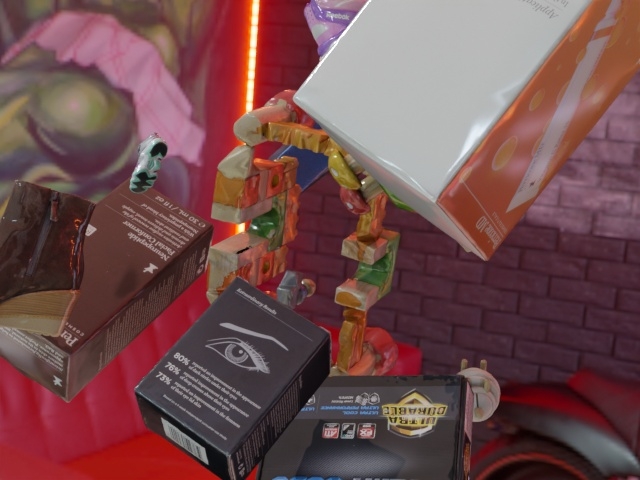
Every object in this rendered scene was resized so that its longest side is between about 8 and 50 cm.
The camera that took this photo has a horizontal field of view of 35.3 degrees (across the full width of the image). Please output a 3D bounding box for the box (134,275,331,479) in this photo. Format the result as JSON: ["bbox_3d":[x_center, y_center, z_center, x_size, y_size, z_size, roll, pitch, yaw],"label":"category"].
[{"bbox_3d":[-0.103,0.174,1.252,0.153,0.108,0.207,31,60,21],"label":"box"}]

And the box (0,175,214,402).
[{"bbox_3d":[-0.370,0.069,1.697,0.191,0.143,0.381,31,48,13],"label":"box"}]

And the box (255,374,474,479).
[{"bbox_3d":[0.056,0.332,1.392,0.295,0.293,0.073,-2,-34,20],"label":"box"}]

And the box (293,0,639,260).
[{"bbox_3d":[0.172,-0.184,0.909,0.168,0.345,0.215,39,2,25],"label":"box"}]

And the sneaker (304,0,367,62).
[{"bbox_3d":[0.073,-0.307,1.292,0.236,0.104,0.095,-32,-3,-28],"label":"sneaker"}]

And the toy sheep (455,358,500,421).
[{"bbox_3d":[0.252,0.249,1.642,0.091,0.091,0.132,5,23,6],"label":"toy sheep"}]

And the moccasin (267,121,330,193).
[{"bbox_3d":[-0.022,-0.190,2.042,0.342,0.137,0.117,-35,9,-34],"label":"moccasin"}]

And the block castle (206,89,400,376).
[{"bbox_3d":[0.000,0.000,1.665,0.303,0.453,0.213,16,22,22],"label":"block castle"}]

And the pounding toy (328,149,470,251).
[{"bbox_3d":[0.070,-0.074,1.213,0.110,0.183,0.237,-34,31,6],"label":"pounding toy"}]

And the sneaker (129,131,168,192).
[{"bbox_3d":[-0.278,-0.127,1.605,0.038,0.098,0.069,26,14,-32],"label":"sneaker"}]

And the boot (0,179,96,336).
[{"bbox_3d":[-0.449,0.016,1.402,0.248,0.207,0.090,13,-3,-28],"label":"boot"}]
